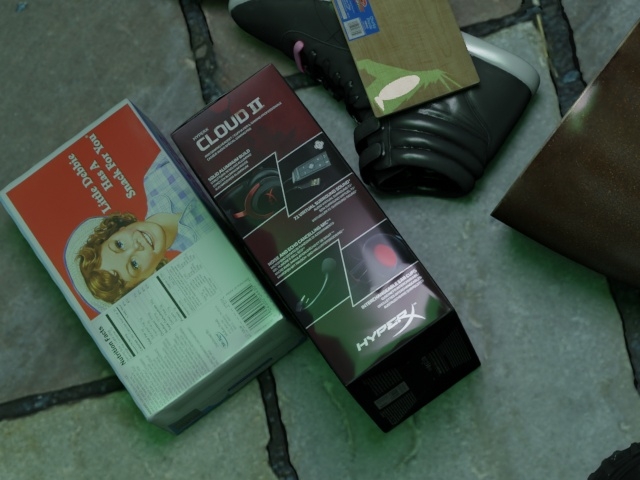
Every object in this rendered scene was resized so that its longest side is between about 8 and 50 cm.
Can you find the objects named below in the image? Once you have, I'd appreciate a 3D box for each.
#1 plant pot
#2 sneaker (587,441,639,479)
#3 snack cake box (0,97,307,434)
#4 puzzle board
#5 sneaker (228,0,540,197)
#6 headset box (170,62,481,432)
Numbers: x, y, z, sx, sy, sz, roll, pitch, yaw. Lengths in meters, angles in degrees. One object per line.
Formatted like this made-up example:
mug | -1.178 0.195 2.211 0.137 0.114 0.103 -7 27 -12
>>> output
plant pot | 0.297 -0.037 1.496 0.230 0.215 0.215 37 85 4
sneaker | 0.239 0.262 1.472 0.271 0.108 0.100 -38 51 -17
snack cake box | -0.153 0.023 1.618 0.152 0.089 0.264 -37 70 2
puzzle board | 0.072 -0.177 1.569 0.096 0.011 0.128 -19 75 -3
sneaker | 0.034 -0.132 1.612 0.296 0.104 0.146 20 74 12
headset box | 0.000 0.000 1.524 0.110 0.218 0.293 -36 70 -1
